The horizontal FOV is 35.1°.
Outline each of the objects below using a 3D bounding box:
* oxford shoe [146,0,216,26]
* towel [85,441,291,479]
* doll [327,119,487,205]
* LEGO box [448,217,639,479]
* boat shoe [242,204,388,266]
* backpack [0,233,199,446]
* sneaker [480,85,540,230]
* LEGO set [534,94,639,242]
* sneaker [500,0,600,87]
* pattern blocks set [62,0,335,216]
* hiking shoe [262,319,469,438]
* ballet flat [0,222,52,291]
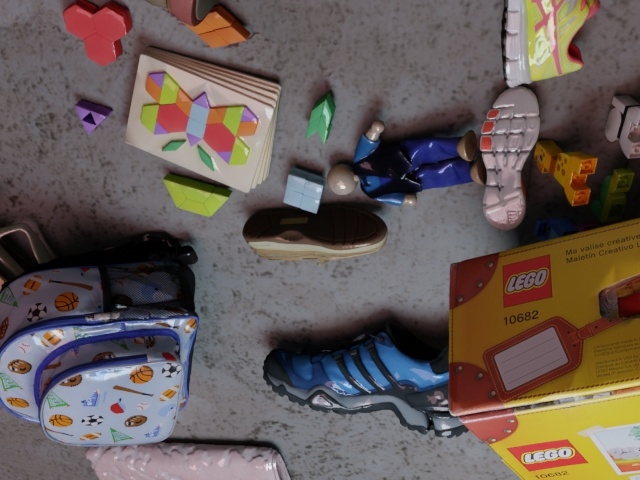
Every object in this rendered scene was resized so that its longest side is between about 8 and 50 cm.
[{"bbox_3d":[-0.144,-0.374,0.966,0.130,0.123,0.348,23,130,7],"label":"oxford shoe"},{"bbox_3d":[-0.191,0.451,1.676,0.332,0.053,0.317,-2,126,18],"label":"towel"},{"bbox_3d":[0.091,-0.086,1.163,0.189,0.046,0.129,-9,132,31],"label":"doll"},{"bbox_3d":[0.438,0.135,1.063,0.500,0.193,0.372,-15,141,27],"label":"LEGO box"},{"bbox_3d":[0.000,0.000,1.257,0.190,0.068,0.072,4,141,27],"label":"boat shoe"},{"bbox_3d":[-0.299,0.149,1.334,0.263,0.213,0.276,3,131,-13],"label":"backpack"},{"bbox_3d":[0.208,-0.093,1.118,0.061,0.065,0.157,11,107,16],"label":"sneaker"},{"bbox_3d":[0.280,-0.061,1.108,0.087,0.093,0.227,-6,126,-17],"label":"LEGO set"},{"bbox_3d":[0.224,-0.247,0.982,0.094,0.081,0.208,0,134,9],"label":"sneaker"},{"bbox_3d":[-0.142,-0.145,1.199,0.325,0.026,0.285,11,130,12],"label":"pattern blocks set"},{"bbox_3d":[0.069,0.165,1.353,0.304,0.113,0.132,8,99,19],"label":"hiking shoe"},{"bbox_3d":[-0.460,0.004,1.382,0.124,0.116,0.342,-37,111,15],"label":"ballet flat"}]
